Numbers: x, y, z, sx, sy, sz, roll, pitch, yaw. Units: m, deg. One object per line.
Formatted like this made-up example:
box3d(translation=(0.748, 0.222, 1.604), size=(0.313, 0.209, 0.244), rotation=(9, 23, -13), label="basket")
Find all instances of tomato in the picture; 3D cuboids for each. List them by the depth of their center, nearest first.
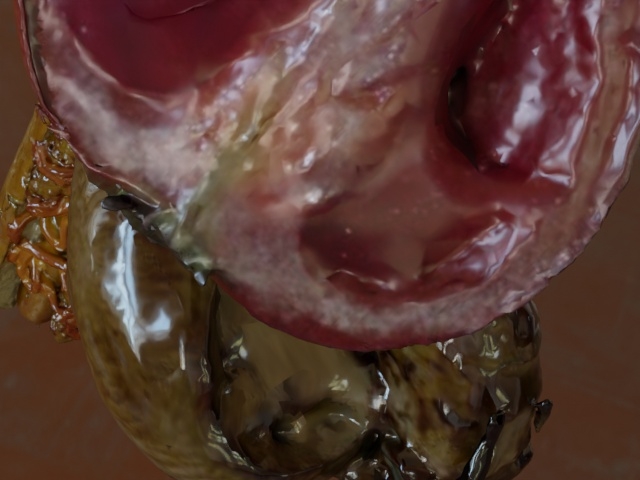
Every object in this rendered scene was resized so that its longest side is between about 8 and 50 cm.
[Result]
box3d(translation=(0.006, -0.071, 0.544), size=(0.189, 0.173, 0.099), rotation=(42, 12, -13), label="tomato")

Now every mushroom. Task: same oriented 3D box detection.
box3d(translation=(-0.003, 0.011, 0.896), size=(0.263, 0.195, 0.283), rotation=(-13, 67, -39), label="mushroom")

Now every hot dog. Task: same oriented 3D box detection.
box3d(translation=(-0.181, -0.042, 1.520), size=(0.158, 0.349, 0.117), rotation=(16, 38, -16), label="hot dog")
